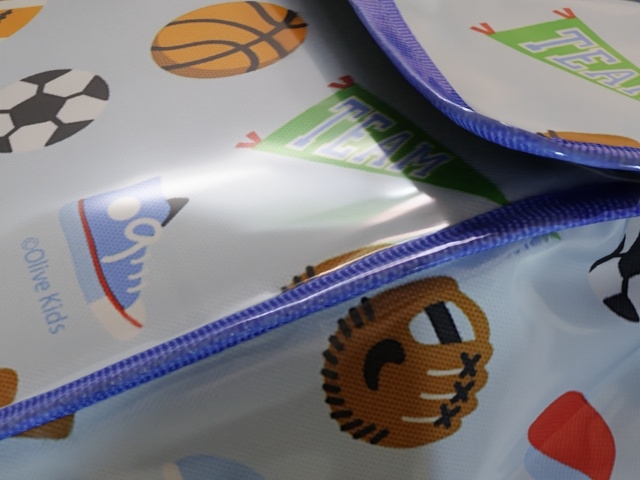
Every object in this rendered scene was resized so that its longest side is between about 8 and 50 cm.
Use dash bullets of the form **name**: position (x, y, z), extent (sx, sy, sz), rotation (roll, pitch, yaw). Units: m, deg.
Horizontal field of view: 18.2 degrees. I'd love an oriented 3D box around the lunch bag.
- **lunch bag**: position (0.000, 0.000, 0.709), extent (0.385, 0.328, 0.239), rotation (-21, 124, -5)
